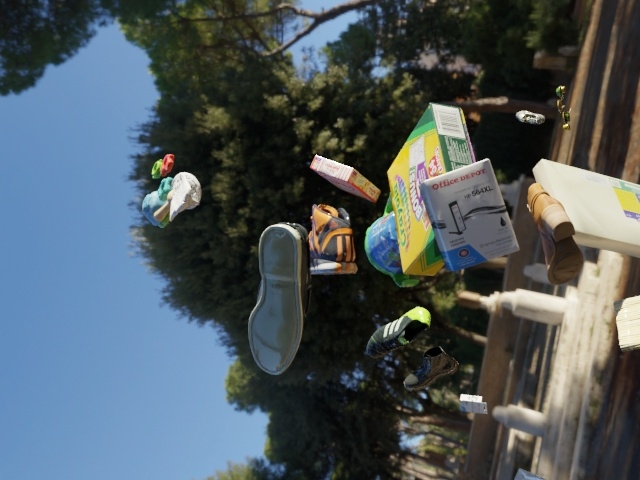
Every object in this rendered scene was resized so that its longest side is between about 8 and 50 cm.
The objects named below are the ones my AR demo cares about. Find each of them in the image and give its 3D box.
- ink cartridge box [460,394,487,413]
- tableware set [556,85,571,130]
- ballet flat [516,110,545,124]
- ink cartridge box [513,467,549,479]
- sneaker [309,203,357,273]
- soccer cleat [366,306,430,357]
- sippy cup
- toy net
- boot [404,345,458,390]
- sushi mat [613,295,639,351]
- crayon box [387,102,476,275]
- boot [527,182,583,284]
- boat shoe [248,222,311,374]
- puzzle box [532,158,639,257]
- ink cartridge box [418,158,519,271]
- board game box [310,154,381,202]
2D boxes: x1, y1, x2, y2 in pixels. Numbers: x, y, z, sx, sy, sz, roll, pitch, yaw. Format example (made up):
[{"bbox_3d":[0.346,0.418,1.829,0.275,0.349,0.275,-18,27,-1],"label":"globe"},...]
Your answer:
[{"bbox_3d":[0.498,0.530,1.788,0.028,0.083,0.048,-51,-44,-54],"label":"ink cartridge box"},{"bbox_3d":[0.840,-0.455,1.898,0.104,0.024,0.154,-30,-70,-51],"label":"tableware set"},{"bbox_3d":[0.728,-0.430,1.937,0.041,0.114,0.041,-15,-64,-34],"label":"ballet flat"},{"bbox_3d":[0.663,0.764,1.536,0.207,0.353,0.119,47,-115,-26],"label":"ink cartridge box"},{"bbox_3d":[0.000,0.000,1.462,0.124,0.321,0.180,3,-96,-32],"label":"sneaker"},{"bbox_3d":[0.172,0.216,1.245,0.179,0.060,0.072,-41,13,21],"label":"soccer cleat"},{"bbox_3d":[0.290,-0.010,1.932,0.240,0.305,0.224,-38,-8,-16],"label":"sippy cup"},{"bbox_3d":[-0.240,-0.083,0.920,0.045,0.232,0.122,21,-99,-32],"label":"toy net"},{"bbox_3d":[0.349,0.424,1.859,0.137,0.197,0.077,46,-163,-40],"label":"boot"},{"bbox_3d":[0.912,0.181,1.387,0.019,0.316,0.151,41,-137,-32],"label":"sushi mat"},{"bbox_3d":[0.306,-0.133,1.526,0.313,0.106,0.363,120,151,-55],"label":"crayon box"},{"bbox_3d":[0.493,-0.015,1.178,0.152,0.072,0.197,-97,-7,-53],"label":"boot"},{"bbox_3d":[-0.078,0.121,1.195,0.113,0.127,0.340,-33,-53,-64],"label":"boat shoe"},{"bbox_3d":[0.837,-0.083,1.616,0.052,0.408,0.272,119,157,-48],"label":"puzzle box"},{"bbox_3d":[0.312,-0.053,1.177,0.086,0.148,0.203,-11,-98,-87],"label":"ink cartridge box"},{"bbox_3d":[0.079,-0.186,1.677,0.193,0.146,0.045,28,-92,-56],"label":"board game box"}]
